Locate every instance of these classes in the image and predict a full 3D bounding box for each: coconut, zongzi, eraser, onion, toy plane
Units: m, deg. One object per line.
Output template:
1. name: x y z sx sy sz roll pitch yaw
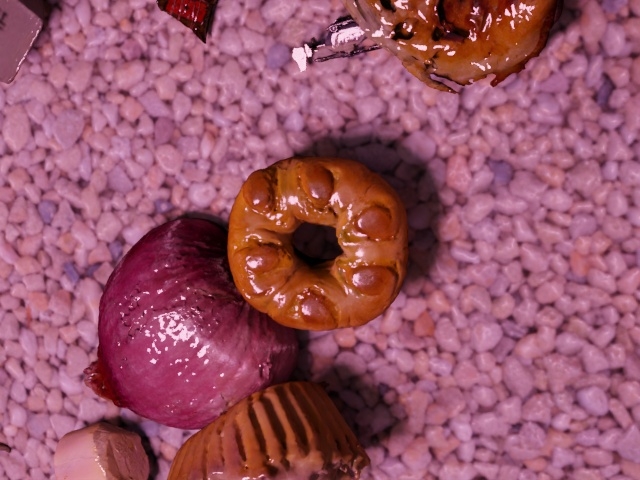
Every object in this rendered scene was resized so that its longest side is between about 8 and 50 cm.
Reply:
1. coconut: -0.303 0.309 2.045 0.122 0.116 0.116 -20 97 28
2. zongzi: -0.150 -0.294 1.846 0.083 0.067 0.073 38 105 -12
3. eraser: -0.491 -0.349 1.950 0.352 0.077 0.111 40 117 8
4. onion: -0.205 0.143 1.929 0.348 0.159 0.267 -38 86 26
5. toy plane: 0.020 -0.236 1.795 0.120 0.031 0.049 -12 109 22

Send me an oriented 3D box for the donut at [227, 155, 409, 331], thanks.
1. donut: -0.001 0.002 1.806 0.226 0.114 0.227 1 97 8

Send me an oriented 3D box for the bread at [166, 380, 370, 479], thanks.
1. bread: -0.078 0.286 1.877 0.274 0.274 0.149 -38 61 27

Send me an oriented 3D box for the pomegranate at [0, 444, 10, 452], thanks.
1. pomegranate: -0.517 0.279 2.132 0.161 0.122 0.122 31 118 -20

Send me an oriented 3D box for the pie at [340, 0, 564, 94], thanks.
1. pie: 0.145 -0.313 1.689 0.308 0.085 0.308 7 108 22
